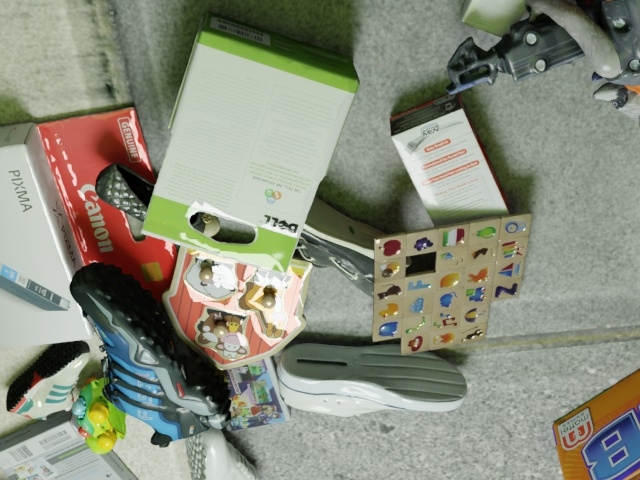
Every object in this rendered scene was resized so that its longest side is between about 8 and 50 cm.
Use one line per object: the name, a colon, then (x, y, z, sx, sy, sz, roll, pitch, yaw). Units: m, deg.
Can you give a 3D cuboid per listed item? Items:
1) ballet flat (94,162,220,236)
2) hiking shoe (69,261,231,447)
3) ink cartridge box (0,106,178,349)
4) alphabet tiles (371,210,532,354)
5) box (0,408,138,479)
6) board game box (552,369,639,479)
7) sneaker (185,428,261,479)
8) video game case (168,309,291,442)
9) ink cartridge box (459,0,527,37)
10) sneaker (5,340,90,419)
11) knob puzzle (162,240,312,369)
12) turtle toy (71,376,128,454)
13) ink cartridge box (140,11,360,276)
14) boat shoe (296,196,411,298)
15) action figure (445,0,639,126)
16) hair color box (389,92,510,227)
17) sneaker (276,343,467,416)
ballet flat: (-0.196, -0.044, 1.479, 0.173, 0.057, 0.049, 23, 140, -29)
hiking shoe: (-0.239, 0.161, 1.545, 0.132, 0.113, 0.304, -29, 120, 12)
ink cartridge box: (-0.327, -0.009, 1.515, 0.261, 0.066, 0.296, -8, 123, 7)
alphabet tiles: (0.163, 0.062, 1.542, 0.198, 0.009, 0.237, -10, 138, -8)
box: (-0.367, 0.339, 1.754, 0.145, 0.038, 0.186, -25, 118, 17)
board game box: (0.575, 0.367, 1.575, 0.356, 0.356, 0.356, -38, 115, 22)
sneaker: (-0.135, 0.334, 1.720, 0.095, 0.090, 0.235, -14, 138, -12)
video game case: (-0.153, 0.185, 1.663, 0.184, 0.023, 0.201, -12, 121, 8)
ink cartridge box: (0.208, -0.289, 1.351, 0.063, 0.029, 0.115, 19, 120, -11)
sneaker: (-0.359, 0.194, 1.659, 0.161, 0.057, 0.075, -39, 131, 21)
knob puzzle: (-0.113, 0.096, 1.575, 0.213, 0.030, 0.213, 0, 121, 1)
turtle toy: (-0.304, 0.243, 1.664, 0.066, 0.095, 0.130, 2, 124, 15)
ink cartridge box: (-0.087, -0.111, 1.403, 0.189, 0.097, 0.255, 17, 112, -10)
boat shoe: (0.000, 0.000, 1.506, 0.233, 0.084, 0.079, 29, 118, -20)
action figure: (0.282, -0.251, 1.266, 0.341, 0.178, 0.330, -28, 119, 6)
hair color box: (0.158, -0.088, 1.466, 0.093, 0.053, 0.167, -21, 122, 13)
sneaker: (0.068, 0.196, 1.640, 0.258, 0.094, 0.091, 9, 141, 0)
